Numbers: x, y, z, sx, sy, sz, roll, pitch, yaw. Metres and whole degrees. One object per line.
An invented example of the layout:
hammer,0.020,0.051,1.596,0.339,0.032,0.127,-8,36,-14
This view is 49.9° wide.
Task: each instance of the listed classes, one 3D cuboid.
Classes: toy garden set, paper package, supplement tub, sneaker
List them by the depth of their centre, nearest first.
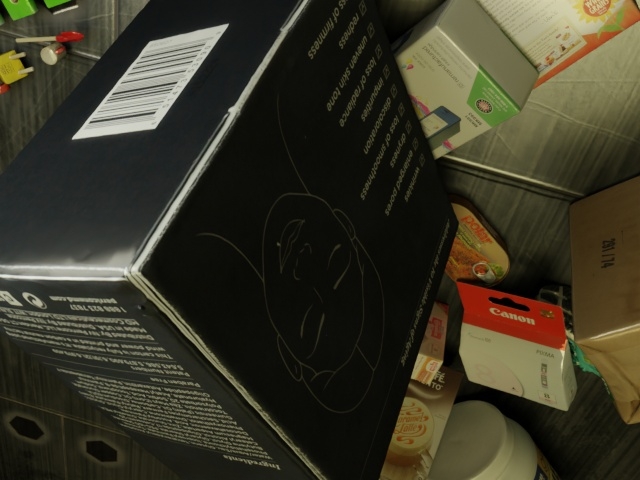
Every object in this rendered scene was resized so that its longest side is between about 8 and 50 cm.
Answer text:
paper package,0.498,0.040,0.905,0.310,0.324,0.168,-25,116,30
toy garden set,-0.470,-0.346,1.054,0.245,0.049,0.203,-10,121,21
sneaker,0.460,0.181,1.167,0.275,0.107,0.110,37,138,-11
supplement tub,0.345,0.487,1.342,0.228,0.228,0.316,-24,117,29

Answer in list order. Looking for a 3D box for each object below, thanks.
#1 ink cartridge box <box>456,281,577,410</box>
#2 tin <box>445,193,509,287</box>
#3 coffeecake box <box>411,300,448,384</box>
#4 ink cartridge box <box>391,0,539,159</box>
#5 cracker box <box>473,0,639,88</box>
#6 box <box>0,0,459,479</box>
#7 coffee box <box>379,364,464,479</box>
ink cartridge box,0.324,0.183,1.167,0.189,0.066,0.232,13,147,37
tin,0.234,0.002,1.130,0.106,0.040,0.189,-28,115,35
coffeecake box,0.122,0.150,1.203,0.186,0.142,0.068,20,129,-1
ink cartridge box,0.153,-0.204,0.922,0.154,0.093,0.212,42,148,-16
cracker box,0.264,-0.327,0.854,0.156,0.067,0.232,-32,114,32
box,-0.076,-0.001,0.829,0.298,0.479,0.471,0,139,33
coffee box,0.146,0.333,1.267,0.141,0.246,0.098,23,167,-5
